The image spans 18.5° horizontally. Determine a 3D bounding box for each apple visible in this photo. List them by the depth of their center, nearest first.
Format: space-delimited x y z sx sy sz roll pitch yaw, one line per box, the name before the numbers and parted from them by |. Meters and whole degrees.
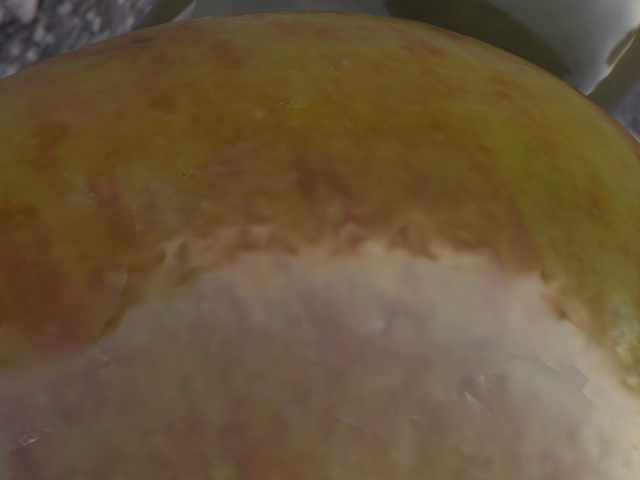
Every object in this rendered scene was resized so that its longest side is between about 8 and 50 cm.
apple | -0.012 0.117 0.705 0.400 0.333 0.400 -15 120 -27

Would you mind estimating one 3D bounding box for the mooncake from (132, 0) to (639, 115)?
mooncake | 0.045 -0.102 1.274 0.262 0.467 0.467 36 102 4
